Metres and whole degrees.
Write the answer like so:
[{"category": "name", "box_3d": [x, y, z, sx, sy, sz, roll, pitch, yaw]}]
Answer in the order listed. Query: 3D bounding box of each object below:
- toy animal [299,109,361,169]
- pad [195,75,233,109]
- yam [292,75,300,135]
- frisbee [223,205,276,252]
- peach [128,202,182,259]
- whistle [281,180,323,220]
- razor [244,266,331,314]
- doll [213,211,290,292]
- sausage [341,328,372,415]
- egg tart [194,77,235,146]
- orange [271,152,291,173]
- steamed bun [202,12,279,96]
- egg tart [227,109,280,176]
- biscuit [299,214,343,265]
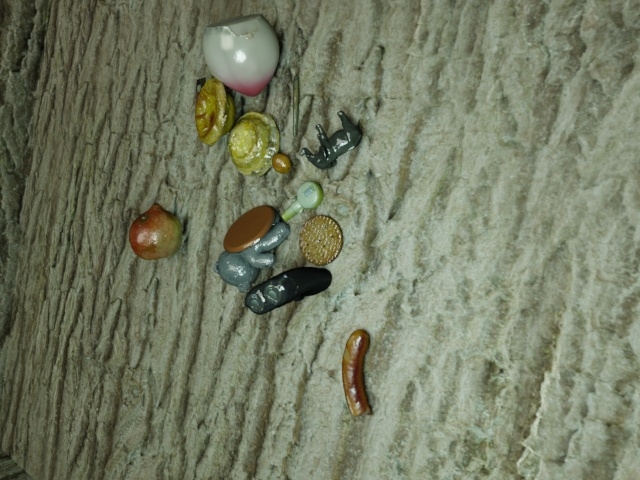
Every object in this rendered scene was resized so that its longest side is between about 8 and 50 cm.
[{"category": "toy animal", "box_3d": [0.034, -0.349, 1.600, 0.245, 0.115, 0.146, -34, 70, 27]}, {"category": "pad", "box_3d": [-0.477, -0.663, 2.009, 0.235, 0.003, 0.158, 1, 89, 33]}, {"category": "yam", "box_3d": [-0.094, -0.521, 1.744, 0.027, 0.029, 0.234, 179, 92, -75]}, {"category": "frisbee", "box_3d": [-0.280, -0.049, 1.756, 0.251, 0.021, 0.250, -25, 36, 20]}, {"category": "peach", "box_3d": [-0.741, -0.041, 2.027, 0.232, 0.232, 0.256, -3, 97, 33]}, {"category": "whistle", "box_3d": [-0.075, -0.143, 1.696, 0.198, 0.057, 0.104, -37, 69, 25]}, {"category": "razor", "box_3d": [-0.102, 0.160, 1.546, 0.189, 0.327, 0.107, -29, 80, 29]}, {"category": "doll", "box_3d": [-0.250, 0.052, 1.770, 0.340, 0.158, 0.246, -45, 51, -7]}, {"category": "sausage", "box_3d": [0.122, 0.453, 1.535, 0.103, 0.076, 0.302, -3, 87, 25]}, {"category": "egg tart", "box_3d": [-0.432, -0.533, 1.882, 0.295, 0.116, 0.294, -7, 81, 52]}, {"category": "orange", "box_3d": [-0.149, -0.298, 1.740, 0.085, 0.085, 0.085, -1, 87, 33]}, {"category": "steamed bun", "box_3d": [-0.297, -0.703, 1.747, 0.309, 0.309, 0.309, -1, 87, 33]}, {"category": "egg tart", "box_3d": [-0.285, -0.393, 1.821, 0.279, 0.095, 0.278, 0, 89, 34]}, {"category": "biscuit", "box_3d": [0.000, 0.000, 1.660, 0.188, 0.027, 0.187, 0, 89, 32]}]
